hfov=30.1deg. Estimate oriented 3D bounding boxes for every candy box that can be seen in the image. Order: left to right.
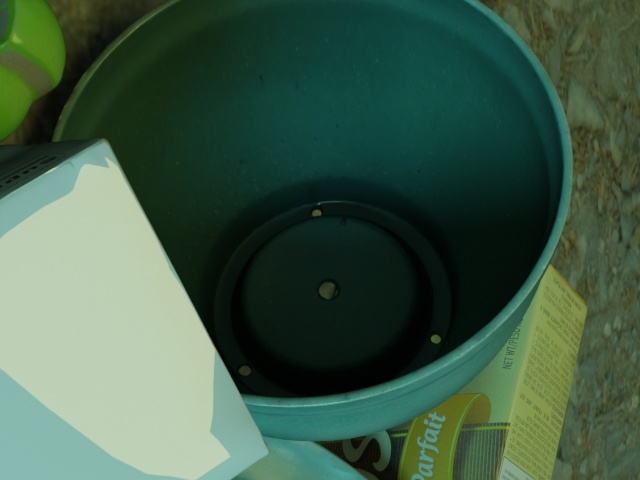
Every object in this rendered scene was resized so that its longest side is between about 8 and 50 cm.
[{"bbox_3d":[0.069,0.168,0.874,0.087,0.183,0.316,40,59,-44],"label":"candy box"}]

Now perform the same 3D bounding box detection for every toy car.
[{"bbox_3d":[-0.152,-0.154,0.641,0.239,0.053,0.225,46,49,-60],"label":"toy car"}]

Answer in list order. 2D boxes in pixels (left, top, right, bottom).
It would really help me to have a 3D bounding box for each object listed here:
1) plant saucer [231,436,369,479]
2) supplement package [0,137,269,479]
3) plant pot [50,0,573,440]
[{"bbox_3d":[-0.027,0.220,0.652,0.318,0.043,0.317,29,27,-17],"label":"plant saucer"},{"bbox_3d":[-0.151,0.047,0.496,0.139,0.244,0.133,-32,107,-22],"label":"supplement package"},{"bbox_3d":[0.000,0.000,0.739,0.196,0.293,0.293,78,29,-61],"label":"plant pot"}]
